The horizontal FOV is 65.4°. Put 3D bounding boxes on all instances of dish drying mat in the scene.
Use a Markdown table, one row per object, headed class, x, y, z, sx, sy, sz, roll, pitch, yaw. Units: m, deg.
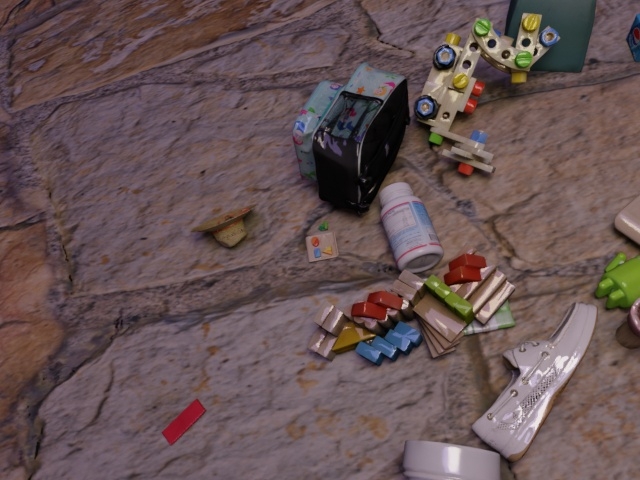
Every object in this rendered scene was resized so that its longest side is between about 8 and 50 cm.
| class | x | y | z | sx | sy | sz | roll | pitch | yaw |
| --- | --- | --- | --- | --- | --- | --- | --- | --- | --- |
| dish drying mat | -0.245 | 0.325 | 0.896 | 0.083 | 0.008 | 0.032 | -44 | 63 | -9 |

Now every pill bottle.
| class | x | y | z | sx | sy | sz | roll | pitch | yaw |
| --- | --- | --- | --- | --- | --- | --- | --- | --- | --- |
| pill bottle | 0.163 | -0.026 | 0.930 | 0.087 | 0.087 | 0.160 | -18 | 61 | 4 |
| pill bottle | 0.169 | 0.426 | 0.665 | 0.161 | 0.160 | 0.282 | 3 | 65 | 14 |

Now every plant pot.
| class | x | y | z | sx | sy | sz | roll | pitch | yaw |
| --- | --- | --- | --- | --- | --- | --- | --- | --- | --- |
| plant pot | 0.469 | -0.488 | 1.004 | 0.166 | 0.234 | 0.165 | 8 | 66 | 16 |

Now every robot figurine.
| class | x | y | z | sx | sy | sz | roll | pitch | yaw |
| --- | --- | --- | --- | --- | --- | --- | --- | --- | --- |
| robot figurine | 0.513 | 0.067 | 0.815 | 0.115 | 0.067 | 0.101 | -28 | 50 | -2 |

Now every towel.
| class | x | y | z | sx | sy | sz | roll | pitch | yaw |
| --- | --- | --- | --- | --- | --- | --- | --- | --- | --- |
| towel | 0.252 | 0.113 | 0.882 | 0.152 | 0.023 | 0.113 | -10 | 65 | 6 |

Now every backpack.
| class | x | y | z | sx | sy | sz | roll | pitch | yaw |
| --- | --- | --- | --- | --- | --- | --- | --- | --- | --- |
| backpack | 0.069 | -0.208 | 0.966 | 0.191 | 0.225 | 0.253 | 27 | 69 | 18 |

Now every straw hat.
| class | x | y | z | sx | sy | sz | roll | pitch | yaw |
| --- | --- | --- | --- | --- | --- | --- | --- | --- | --- |
| straw hat | -0.185 | -0.020 | 1.018 | 0.145 | 0.144 | 0.061 | -22 | 104 | 2 |

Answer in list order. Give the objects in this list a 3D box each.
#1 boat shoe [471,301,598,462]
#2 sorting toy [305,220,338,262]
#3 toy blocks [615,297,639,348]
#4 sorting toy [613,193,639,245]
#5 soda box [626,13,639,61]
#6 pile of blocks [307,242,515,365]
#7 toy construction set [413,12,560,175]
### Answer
| class | x | y | z | sx | sy | sz | roll | pitch | yaw |
| --- | --- | --- | --- | --- | --- | --- | --- | --- | --- |
| boat shoe | 0.331 | 0.198 | 0.775 | 0.096 | 0.098 | 0.277 | 32 | 76 | 23 |
| sorting toy | 0.000 | 0.000 | 0.996 | 0.062 | 0.012 | 0.083 | -13 | 63 | 7 |
| toy blocks | 0.600 | 0.176 | 0.633 | 0.309 | 0.260 | 0.288 | -8 | 62 | 9 |
| sorting toy | 0.641 | -0.036 | 0.840 | 0.208 | 0.038 | 0.193 | -36 | 62 | -15 |
| soda box | 0.747 | -0.426 | 1.004 | 0.210 | 0.067 | 0.071 | -6 | 63 | 9 |
| pile of blocks | 0.142 | 0.123 | 0.826 | 0.362 | 0.112 | 0.148 | -25 | 62 | 7 |
| toy construction set | 0.309 | -0.292 | 0.986 | 0.215 | 0.151 | 0.327 | 22 | 91 | 7 |
